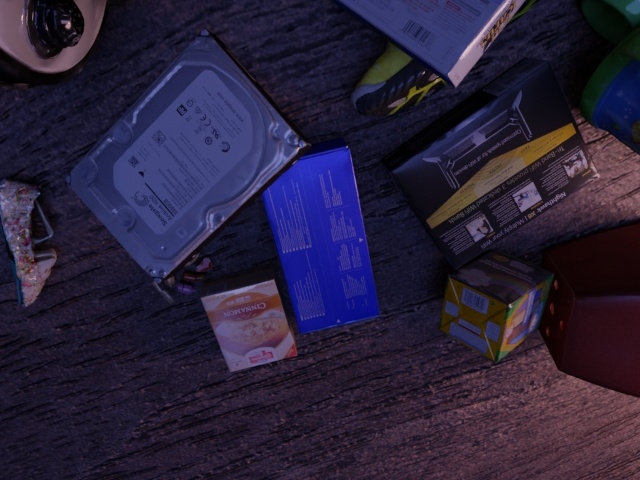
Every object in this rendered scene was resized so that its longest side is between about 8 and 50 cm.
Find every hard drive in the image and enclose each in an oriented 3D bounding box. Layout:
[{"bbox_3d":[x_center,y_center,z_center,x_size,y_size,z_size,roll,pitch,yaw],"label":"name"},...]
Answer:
[{"bbox_3d":[-0.215,-0.125,0.770,0.339,0.064,0.237,-40,90,13],"label":"hard drive"}]

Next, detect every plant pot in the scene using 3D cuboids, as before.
[{"bbox_3d":[0.571,0.133,0.939,0.236,0.267,0.267,0,116,7],"label":"plant pot"}]

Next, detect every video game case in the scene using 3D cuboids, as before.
[{"bbox_3d":[0.158,-0.385,0.649,0.269,0.061,0.244,45,109,22],"label":"video game case"}]

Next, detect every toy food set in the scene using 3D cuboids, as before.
[{"bbox_3d":[-0.256,0.063,0.922,0.122,0.019,0.078,-36,107,1],"label":"toy food set"}]

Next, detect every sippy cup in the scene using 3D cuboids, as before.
[{"bbox_3d":[0.571,-0.204,0.735,0.305,0.224,0.240,-16,149,-17],"label":"sippy cup"}]

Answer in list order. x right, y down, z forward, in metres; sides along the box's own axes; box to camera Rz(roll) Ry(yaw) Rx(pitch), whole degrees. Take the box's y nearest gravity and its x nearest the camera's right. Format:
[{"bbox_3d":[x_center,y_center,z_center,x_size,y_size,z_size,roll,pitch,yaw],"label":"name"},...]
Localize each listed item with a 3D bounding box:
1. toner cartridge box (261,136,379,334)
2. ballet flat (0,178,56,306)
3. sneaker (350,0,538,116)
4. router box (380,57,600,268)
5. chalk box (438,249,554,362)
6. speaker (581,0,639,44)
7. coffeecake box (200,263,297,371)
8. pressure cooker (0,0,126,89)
[{"bbox_3d":[0.000,0.000,0.893,0.165,0.075,0.348,-12,116,1],"label":"toner cartridge box"},{"bbox_3d":[-0.504,0.009,0.836,0.077,0.091,0.241,-10,122,-27],"label":"ballet flat"},{"bbox_3d":[0.191,-0.346,0.741,0.385,0.145,0.147,-39,84,14],"label":"sneaker"},{"bbox_3d":[0.303,-0.130,0.865,0.309,0.081,0.243,-34,114,9],"label":"router box"},{"bbox_3d":[0.352,0.113,0.937,0.213,0.132,0.132,-19,124,-37],"label":"chalk box"},{"bbox_3d":[0.552,-0.446,0.722,0.131,0.131,0.296,39,105,-21],"label":"speaker"},{"bbox_3d":[-0.137,0.155,0.954,0.142,0.068,0.185,-14,117,0],"label":"coffeecake box"},{"bbox_3d":[-0.411,-0.348,0.498,0.420,0.370,0.375,7,142,2],"label":"pressure cooker"}]
